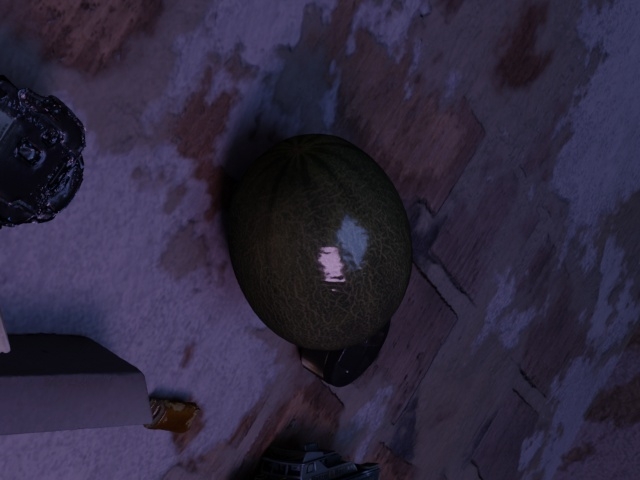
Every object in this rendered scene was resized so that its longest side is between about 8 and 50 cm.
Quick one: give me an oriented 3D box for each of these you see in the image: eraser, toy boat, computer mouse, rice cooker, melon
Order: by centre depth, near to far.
[{"bbox_3d":[-0.330,-0.097,1.310,0.146,0.077,0.242,-58,143,-11],"label":"computer mouse"},{"bbox_3d":[-0.326,0.160,1.457,0.352,0.111,0.077,8,107,-56],"label":"eraser"},{"bbox_3d":[0.000,0.000,1.693,0.237,0.237,0.302,-43,141,-30],"label":"melon"},{"bbox_3d":[0.036,0.135,1.959,0.112,0.106,0.165,15,95,-57],"label":"rice cooker"},{"bbox_3d":[-0.029,0.376,2.021,0.296,0.114,0.122,1,90,-54],"label":"toy boat"}]

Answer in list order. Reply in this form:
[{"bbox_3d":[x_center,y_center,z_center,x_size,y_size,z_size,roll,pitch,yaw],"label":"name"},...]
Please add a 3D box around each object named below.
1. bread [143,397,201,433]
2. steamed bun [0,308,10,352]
[{"bbox_3d":[-0.201,0.233,1.752,0.047,0.036,0.083,-58,149,5],"label":"bread"},{"bbox_3d":[-0.392,0.020,1.205,0.164,0.146,0.242,-16,134,-15],"label":"steamed bun"}]
